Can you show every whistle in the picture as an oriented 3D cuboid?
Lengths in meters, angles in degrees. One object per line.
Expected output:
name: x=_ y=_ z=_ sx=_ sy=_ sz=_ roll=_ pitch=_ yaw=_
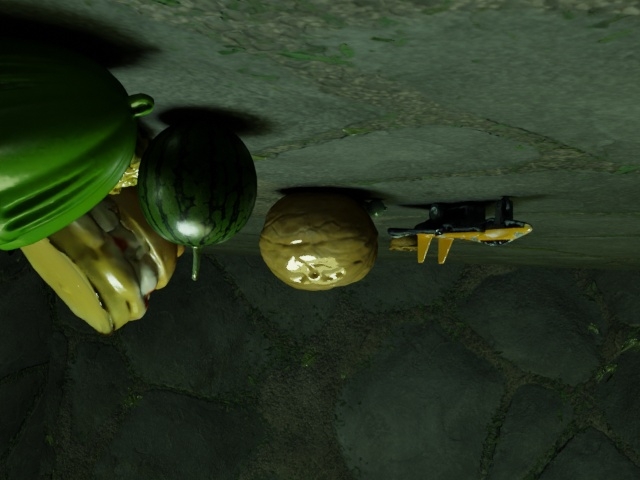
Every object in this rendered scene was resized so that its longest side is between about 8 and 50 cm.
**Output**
whistle: x=0.082 y=-0.063 z=1.306 sx=0.100 sy=0.035 sz=0.035 roll=3 pitch=175 yaw=24

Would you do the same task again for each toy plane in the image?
toy plane: x=0.280 y=-0.028 z=1.252 sx=0.204 sy=0.103 sz=0.316 roll=4 pitch=169 yaw=-24

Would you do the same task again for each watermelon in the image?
watermelon: x=-0.142 y=-0.045 z=0.791 sx=0.140 sy=0.187 sz=0.141 roll=-2 pitch=-176 yaw=0

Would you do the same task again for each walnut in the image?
walnut: x=0.232 y=0.001 z=1.821 sx=0.091 sy=0.052 sz=0.121 roll=1 pitch=176 yaw=15
walnut: x=0.000 y=0.000 z=1.253 sx=0.221 sy=0.195 sz=0.195 roll=-6 pitch=172 yaw=21

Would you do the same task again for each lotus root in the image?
lotus root: x=-0.221 y=-0.094 z=0.571 sx=0.186 sy=0.186 sz=0.186 roll=4 pitch=175 yaw=0

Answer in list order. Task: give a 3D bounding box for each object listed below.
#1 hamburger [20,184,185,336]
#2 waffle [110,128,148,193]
hamburger: x=-0.369 y=-0.003 z=1.175 sx=0.237 sy=0.276 sz=0.276 roll=-44 pitch=-158 yaw=-29
waffle: x=-0.320 y=-0.088 z=0.857 sx=0.280 sy=0.060 sz=0.262 roll=-14 pitch=-178 yaw=44
